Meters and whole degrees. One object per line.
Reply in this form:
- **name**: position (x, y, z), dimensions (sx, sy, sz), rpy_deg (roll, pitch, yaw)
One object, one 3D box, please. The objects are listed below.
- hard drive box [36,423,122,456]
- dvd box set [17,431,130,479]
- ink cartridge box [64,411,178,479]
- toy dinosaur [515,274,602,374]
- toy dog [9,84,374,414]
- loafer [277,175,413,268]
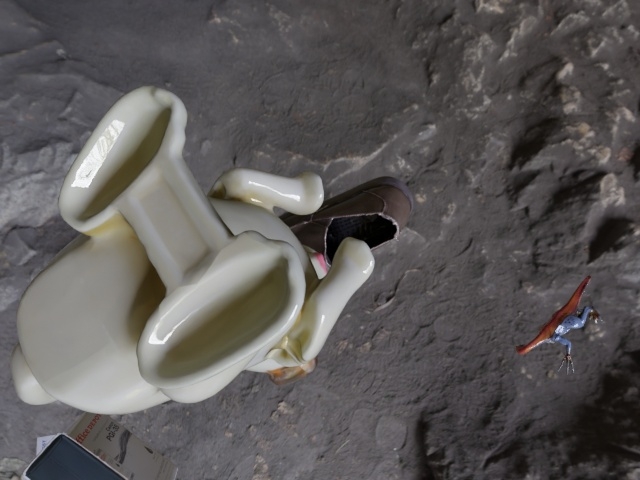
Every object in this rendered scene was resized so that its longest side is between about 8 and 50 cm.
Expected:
- **hard drive box**: position (-0.752, 0.690, 1.463), dimensions (0.231, 0.089, 0.181), rpy_deg (-6, 72, -11)
- **dvd box set**: position (-0.309, 0.435, 0.681), dimensions (0.307, 0.420, 0.062), rpy_deg (41, 44, -7)
- **ink cartridge box**: position (-0.496, 0.551, 1.093), dimensions (0.283, 0.207, 0.117), rpy_deg (42, 90, -9)
- **toy dinosaur**: position (0.238, 0.087, 0.480), dimensions (0.082, 0.047, 0.090), rpy_deg (-14, 94, -9)
- **toy dog**: position (-0.111, 0.085, 0.594), dimensions (0.284, 0.408, 0.395), rpy_deg (42, 97, 23)
- **loafer**: position (0.000, 0.000, 0.878), dimensions (0.134, 0.365, 0.130), rpy_deg (52, 24, -19)
